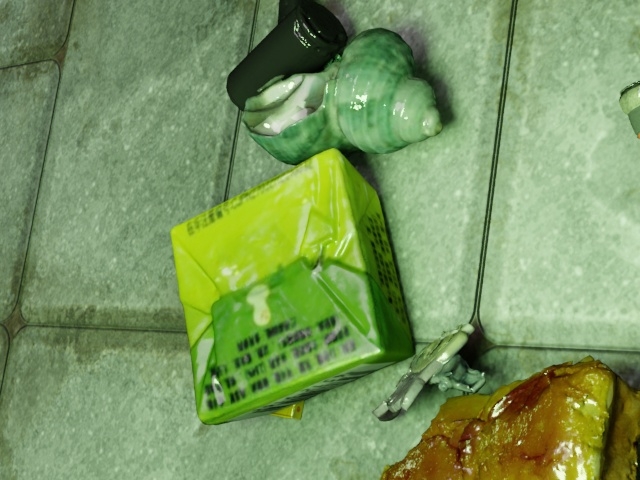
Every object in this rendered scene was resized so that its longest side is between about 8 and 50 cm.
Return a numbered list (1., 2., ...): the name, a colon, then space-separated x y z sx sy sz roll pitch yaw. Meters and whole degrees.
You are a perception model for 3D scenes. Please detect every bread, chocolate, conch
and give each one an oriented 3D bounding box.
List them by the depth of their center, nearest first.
1. bread: 0.201 0.243 1.511 0.380 0.109 0.185 -26 45 53
2. conch: 0.044 -0.185 1.775 0.277 0.220 0.195 17 126 26
3. chocolate: -0.038 0.072 1.781 0.300 0.137 0.289 -24 65 27

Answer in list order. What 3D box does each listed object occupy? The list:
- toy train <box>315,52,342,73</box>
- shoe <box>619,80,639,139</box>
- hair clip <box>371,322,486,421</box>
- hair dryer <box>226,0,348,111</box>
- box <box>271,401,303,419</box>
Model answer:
1. toy train: 0.002 -0.242 1.945 0.083 0.033 0.053 -57 42 14
2. shoe: 0.431 -0.163 1.498 0.194 0.074 0.077 -20 75 40
3. hair clip: 0.138 0.160 1.617 0.146 0.056 0.187 -48 11 -17
4. hair dryer: -0.044 -0.323 1.969 0.197 0.089 0.251 -39 34 41
5. box: -0.050 0.170 1.867 0.087 0.023 0.155 4 80 41
